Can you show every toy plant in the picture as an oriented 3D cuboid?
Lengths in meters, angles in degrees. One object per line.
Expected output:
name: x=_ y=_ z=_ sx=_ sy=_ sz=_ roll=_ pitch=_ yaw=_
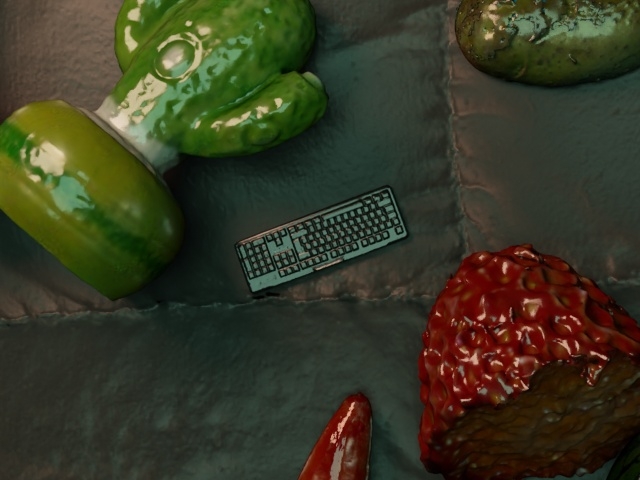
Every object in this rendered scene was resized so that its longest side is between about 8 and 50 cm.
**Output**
toy plant: x=-0.131 y=-0.113 z=1.117 sx=0.224 sy=0.184 sz=0.316 roll=38 pitch=84 yaw=26

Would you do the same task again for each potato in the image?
potato: x=0.214 y=-0.193 z=1.116 sx=0.197 sy=0.054 sz=0.119 roll=9 pitch=88 yaw=9

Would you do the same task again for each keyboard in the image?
keyboard: x=0.000 y=0.000 z=1.166 sx=0.155 sy=0.010 sz=0.053 roll=-21 pitch=87 yaw=8

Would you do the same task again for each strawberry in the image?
strawberry: x=0.172 y=0.098 z=1.077 sx=0.234 sy=0.234 sz=0.178 roll=-21 pitch=55 yaw=8

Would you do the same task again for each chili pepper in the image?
chili pepper: x=0.016 y=0.216 z=1.136 sx=0.088 sy=0.065 sz=0.169 roll=12 pitch=87 yaw=8

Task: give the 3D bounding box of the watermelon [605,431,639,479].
watermelon: x=0.318 y=0.214 z=1.047 sx=0.204 sy=0.127 sz=0.232 roll=-35 pitch=105 yaw=5
